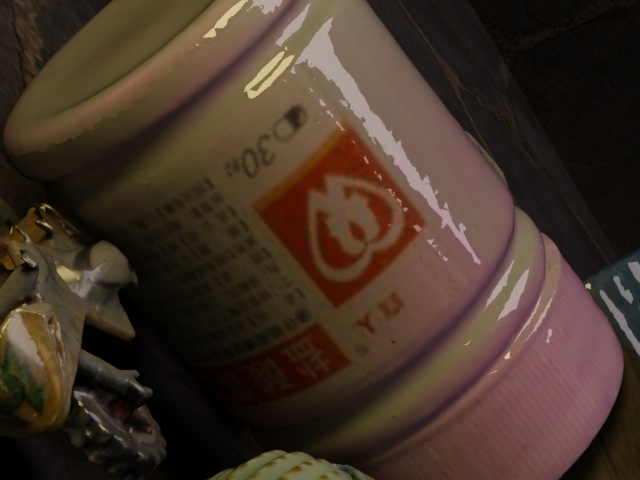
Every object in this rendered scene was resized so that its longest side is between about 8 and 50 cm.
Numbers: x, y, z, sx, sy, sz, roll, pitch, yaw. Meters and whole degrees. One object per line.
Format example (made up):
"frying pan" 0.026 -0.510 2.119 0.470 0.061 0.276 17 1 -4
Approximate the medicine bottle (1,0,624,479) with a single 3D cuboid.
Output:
"medicine bottle" 0.000 0.000 1.053 0.316 0.202 0.202 50 14 -20

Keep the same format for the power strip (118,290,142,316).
"power strip" -0.025 -0.026 1.226 0.229 0.141 0.261 -33 105 -45

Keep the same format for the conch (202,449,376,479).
"conch" -0.003 0.200 0.946 0.200 0.131 0.172 67 14 19

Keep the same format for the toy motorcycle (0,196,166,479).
"toy motorcycle" -0.159 0.020 0.918 0.229 0.094 0.130 50 15 23

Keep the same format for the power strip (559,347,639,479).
"power strip" 0.112 0.212 1.053 0.092 0.251 0.257 52 12 -34

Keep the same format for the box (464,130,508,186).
"box" 0.093 0.028 1.612 0.071 0.168 0.259 47 16 -26

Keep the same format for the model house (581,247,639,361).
"model house" 0.330 0.182 1.700 0.335 0.342 0.382 56 13 9
